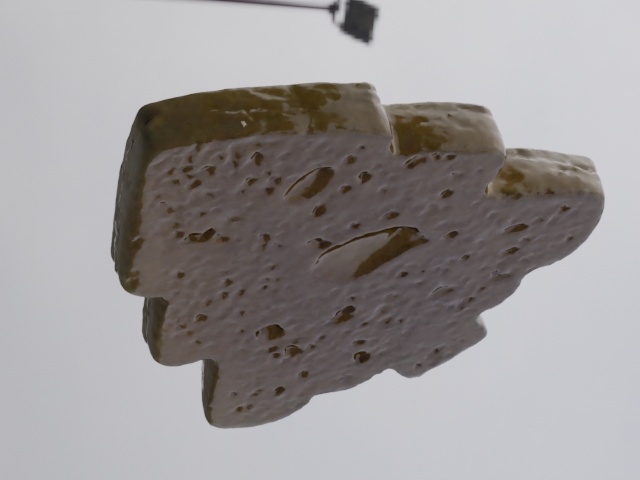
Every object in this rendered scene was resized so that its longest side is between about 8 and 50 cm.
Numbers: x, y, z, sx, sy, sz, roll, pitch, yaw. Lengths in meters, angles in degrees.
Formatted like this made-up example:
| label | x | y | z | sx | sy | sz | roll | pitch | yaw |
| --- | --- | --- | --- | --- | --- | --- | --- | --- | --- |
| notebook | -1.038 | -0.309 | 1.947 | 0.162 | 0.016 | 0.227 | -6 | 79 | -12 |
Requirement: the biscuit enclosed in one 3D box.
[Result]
| label | x | y | z | sx | sy | sz | roll | pitch | yaw |
| --- | --- | --- | --- | --- | --- | --- | --- | --- | --- |
| biscuit | 0.000 | 0.000 | 0.524 | 0.212 | 0.238 | 0.041 | -30 | -126 | 18 |
